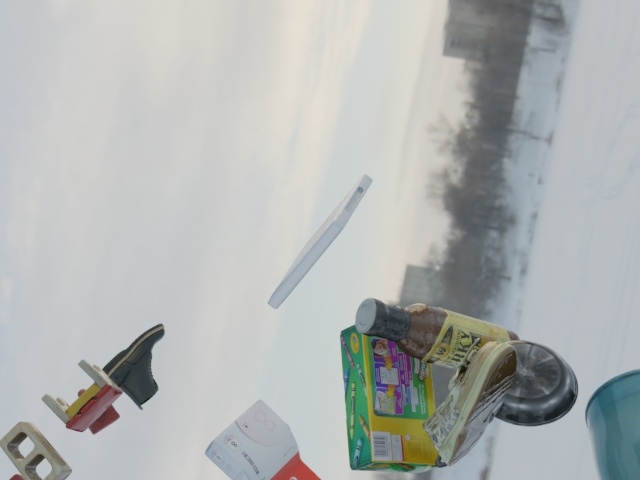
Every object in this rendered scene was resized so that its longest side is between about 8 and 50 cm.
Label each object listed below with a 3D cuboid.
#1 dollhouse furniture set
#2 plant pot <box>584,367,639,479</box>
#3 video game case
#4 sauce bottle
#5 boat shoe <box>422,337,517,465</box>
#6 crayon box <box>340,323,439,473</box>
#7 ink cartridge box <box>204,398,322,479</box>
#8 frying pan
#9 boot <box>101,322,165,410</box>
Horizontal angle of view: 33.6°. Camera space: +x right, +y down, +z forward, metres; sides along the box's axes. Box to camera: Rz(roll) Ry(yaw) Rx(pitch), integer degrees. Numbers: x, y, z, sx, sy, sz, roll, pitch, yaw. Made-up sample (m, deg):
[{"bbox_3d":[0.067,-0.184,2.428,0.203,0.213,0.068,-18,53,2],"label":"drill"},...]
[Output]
[{"bbox_3d":[-0.463,0.400,1.838,0.374,0.152,0.201,-44,-17,-4],"label":"dollhouse furniture set"},{"bbox_3d":[0.612,0.404,1.867,0.255,0.272,0.271,-79,-7,-47],"label":"plant pot"},{"bbox_3d":[0.000,0.000,1.623,0.190,0.022,0.173,-51,3,33],"label":"video game case"},{"bbox_3d":[0.224,0.184,2.025,0.111,0.344,0.111,-38,44,49],"label":"sauce bottle"},{"bbox_3d":[0.221,0.244,1.645,0.105,0.089,0.285,-27,-32,-36],"label":"boat shoe"},{"bbox_3d":[0.136,0.308,2.074,0.081,0.165,0.278,-33,54,50],"label":"crayon box"},{"bbox_3d":[-0.104,0.470,2.254,0.189,0.232,0.066,-36,-19,-54],"label":"ink cartridge box"},{"bbox_3d":[0.313,0.272,1.922,0.053,0.326,0.197,89,158,-43],"label":"frying pan"},{"bbox_3d":[-0.415,0.304,2.550,0.198,0.137,0.077,-43,-4,-32],"label":"boot"}]
